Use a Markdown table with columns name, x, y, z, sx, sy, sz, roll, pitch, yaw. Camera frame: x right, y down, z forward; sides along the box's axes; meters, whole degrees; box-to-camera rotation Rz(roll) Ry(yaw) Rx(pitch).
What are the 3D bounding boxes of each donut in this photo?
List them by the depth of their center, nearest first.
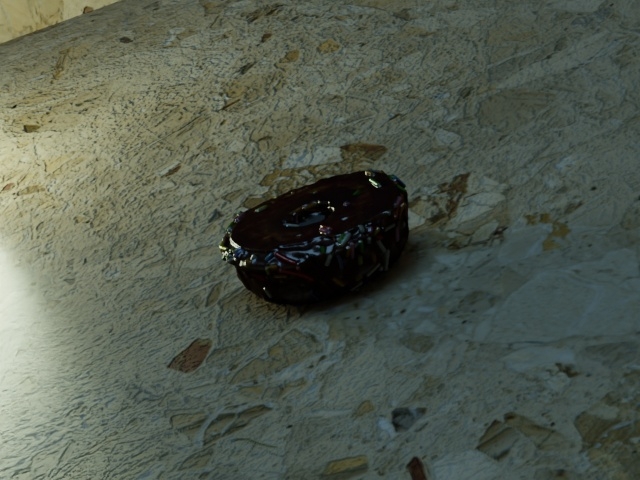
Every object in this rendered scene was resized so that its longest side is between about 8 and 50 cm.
| name | x | y | z | sx | sy | sz | roll | pitch | yaw |
| --- | --- | --- | --- | --- | --- | --- | --- | --- | --- |
| donut | 0.000 | 0.000 | 2.056 | 0.235 | 0.089 | 0.235 | -16 | 22 | 7 |
